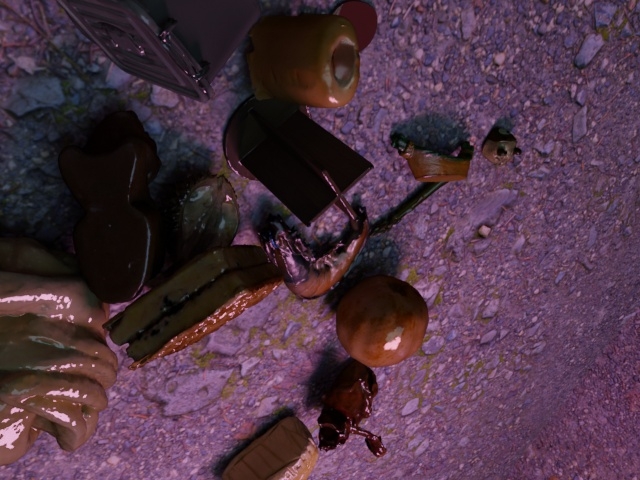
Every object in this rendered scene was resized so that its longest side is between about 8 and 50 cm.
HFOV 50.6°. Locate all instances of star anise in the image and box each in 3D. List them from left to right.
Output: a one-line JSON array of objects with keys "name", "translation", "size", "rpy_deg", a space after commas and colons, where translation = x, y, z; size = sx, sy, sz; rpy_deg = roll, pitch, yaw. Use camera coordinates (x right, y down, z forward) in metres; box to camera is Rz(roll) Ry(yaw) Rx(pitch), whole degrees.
[{"name": "star anise", "translation": [0.081, 0.414, 1.606], "size": [0.237, 0.148, 0.346], "rpy_deg": [-61, 147, -33]}]

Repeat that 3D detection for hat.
[{"name": "hat", "translation": [0.398, -0.200, 1.478], "size": [0.077, 0.059, 0.076], "rpy_deg": [13, 117, -49]}]

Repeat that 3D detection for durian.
[{"name": "durian", "translation": [-0.212, -0.028, 1.084], "size": [0.148, 0.091, 0.188], "rpy_deg": [39, 72, -55]}]

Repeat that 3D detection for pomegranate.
[{"name": "pomegranate", "translation": [0.133, 0.173, 1.442], "size": [0.207, 0.207, 0.207], "rpy_deg": [-21, 132, -26]}]

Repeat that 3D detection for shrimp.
[{"name": "shrimp", "translation": [0.000, 0.000, 1.307], "size": [0.222, 0.054, 0.290], "rpy_deg": [-44, 141, -2]}]

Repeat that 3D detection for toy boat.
[{"name": "toy boat", "translation": [0.233, -0.166, 1.361], "size": [0.230, 0.089, 0.088], "rpy_deg": [-2, 85, -39]}]

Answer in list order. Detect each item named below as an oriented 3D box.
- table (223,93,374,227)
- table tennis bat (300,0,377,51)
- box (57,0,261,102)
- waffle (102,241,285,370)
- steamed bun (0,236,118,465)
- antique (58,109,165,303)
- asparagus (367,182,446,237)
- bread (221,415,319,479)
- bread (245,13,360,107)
[{"name": "table", "translation": [-0.029, -0.121, 1.065], "size": [0.167, 0.227, 0.167], "rpy_deg": [-21, 132, -25]}, {"name": "table tennis bat", "translation": [0.031, -0.350, 1.100], "size": [0.157, 0.013, 0.086], "rpy_deg": [-6, 126, -38]}, {"name": "box", "translation": [-0.194, -0.282, 0.813], "size": [0.135, 0.243, 0.163], "rpy_deg": [-52, 138, -11]}, {"name": "waffle", "translation": [-0.183, 0.093, 1.070], "size": [0.213, 0.091, 0.308], "rpy_deg": [-34, 175, 7]}, {"name": "steamed bun", "translation": [-0.443, 0.171, 0.958], "size": [0.325, 0.230, 0.372], "rpy_deg": [4, 120, -37]}, {"name": "antique", "translation": [-0.279, -0.053, 0.961], "size": [0.121, 0.143, 0.256], "rpy_deg": [-5, 104, 4]}, {"name": "asparagus", "translation": [0.191, -0.075, 1.425], "size": [0.236, 0.027, 0.034], "rpy_deg": [-39, 165, -7]}, {"name": "bread", "translation": [-0.109, 0.522, 1.554], "size": [0.236, 0.140, 0.106], "rpy_deg": [-39, 134, -9]}, {"name": "bread", "translation": [-0.027, -0.264, 0.994], "size": [0.085, 0.173, 0.134], "rpy_deg": [-11, 108, -43]}]
